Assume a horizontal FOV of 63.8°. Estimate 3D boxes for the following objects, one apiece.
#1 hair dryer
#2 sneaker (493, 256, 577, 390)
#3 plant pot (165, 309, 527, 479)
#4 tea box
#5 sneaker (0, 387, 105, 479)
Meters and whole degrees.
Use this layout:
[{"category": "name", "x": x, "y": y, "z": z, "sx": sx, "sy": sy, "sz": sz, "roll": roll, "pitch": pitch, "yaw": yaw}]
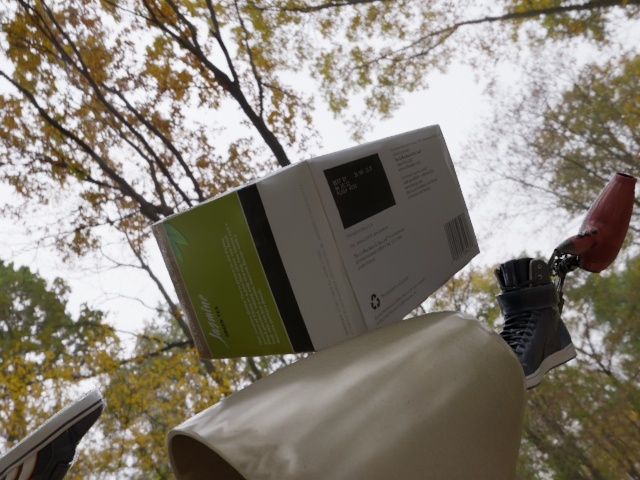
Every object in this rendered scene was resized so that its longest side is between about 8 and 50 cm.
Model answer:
[{"category": "hair dryer", "x": 0.486, "y": 0.008, "z": 0.918, "sx": 0.294, "sy": 0.080, "sz": 0.223, "roll": -57, "pitch": -30, "yaw": -9}, {"category": "sneaker", "x": 0.267, "y": 0.113, "z": 0.719, "sx": 0.226, "sy": 0.086, "sz": 0.164, "roll": -12, "pitch": -93, "yaw": -43}, {"category": "plant pot", "x": 0.056, "y": 0.182, "z": 0.446, "sx": 0.274, "sy": 0.256, "sz": 0.257, "roll": -33, "pitch": -39, "yaw": -36}, {"category": "tea box", "x": 0.000, "y": 0.000, "z": 0.755, "sx": 0.328, "sy": 0.323, "sz": 0.220, "roll": -25, "pitch": -82, "yaw": -48}, {"category": "sneaker", "x": -0.468, "y": 0.385, "z": 0.837, "sx": 0.321, "sy": 0.126, "sz": 0.128, "roll": -39, "pitch": -87, "yaw": -11}]
